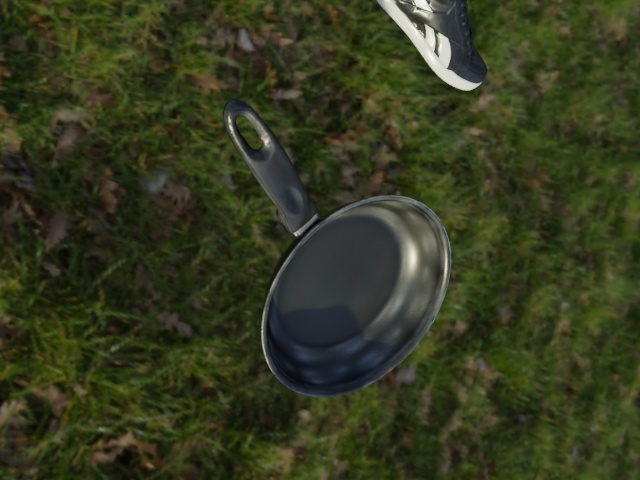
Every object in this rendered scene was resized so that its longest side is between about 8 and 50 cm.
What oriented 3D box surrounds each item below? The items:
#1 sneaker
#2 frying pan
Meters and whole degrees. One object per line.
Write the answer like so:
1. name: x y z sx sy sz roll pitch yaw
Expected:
1. sneaker: 0.160 -0.269 1.125 0.217 0.121 0.079 38 40 -34
2. frying pan: -0.014 0.026 0.801 0.326 0.053 0.197 26 99 -42
